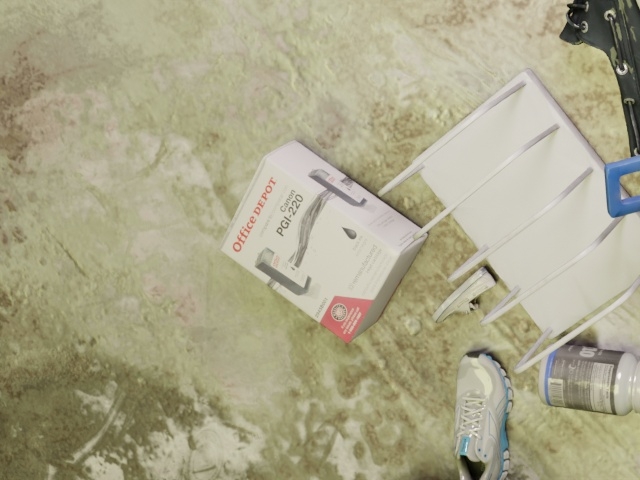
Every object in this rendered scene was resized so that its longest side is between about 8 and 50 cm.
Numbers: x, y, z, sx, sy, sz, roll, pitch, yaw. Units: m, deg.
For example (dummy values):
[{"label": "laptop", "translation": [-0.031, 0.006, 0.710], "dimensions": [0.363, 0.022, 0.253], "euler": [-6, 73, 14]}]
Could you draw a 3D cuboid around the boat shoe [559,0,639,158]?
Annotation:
[{"label": "boat shoe", "translation": [0.321, -0.228, 1.651], "dimensions": [0.113, 0.127, 0.340], "euler": [-22, 106, 20]}]

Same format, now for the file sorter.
[{"label": "file sorter", "translation": [0.229, -0.019, 1.746], "dimensions": [0.193, 0.173, 0.278], "euler": [-39, 87, 32]}]

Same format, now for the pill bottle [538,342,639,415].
[{"label": "pill bottle", "translation": [0.337, 0.168, 1.810], "dimensions": [0.137, 0.078, 0.078], "euler": [6, 110, 26]}]

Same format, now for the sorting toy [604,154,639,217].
[{"label": "sorting toy", "translation": [0.460, -0.105, 1.606], "dimensions": [0.347, 0.047, 0.196], "euler": [-27, 122, 3]}]

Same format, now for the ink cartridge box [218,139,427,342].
[{"label": "ink cartridge box", "translation": [0.000, 0.000, 1.920], "dimensions": [0.218, 0.092, 0.159], "euler": [36, 120, 14]}]

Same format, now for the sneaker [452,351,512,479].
[{"label": "sneaker", "translation": [0.198, 0.236, 1.906], "dimensions": [0.071, 0.083, 0.191], "euler": [1, 107, 29]}]

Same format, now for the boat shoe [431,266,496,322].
[{"label": "boat shoe", "translation": [0.180, 0.076, 1.887], "dimensions": [0.035, 0.035, 0.100], "euler": [48, 115, 8]}]
